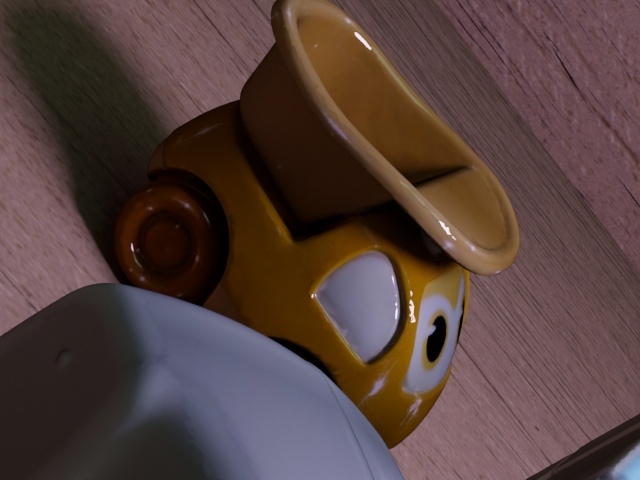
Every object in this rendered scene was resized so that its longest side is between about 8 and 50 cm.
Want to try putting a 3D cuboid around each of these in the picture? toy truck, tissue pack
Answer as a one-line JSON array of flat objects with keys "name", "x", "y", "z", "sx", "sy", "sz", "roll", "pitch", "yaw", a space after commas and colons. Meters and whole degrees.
[{"name": "toy truck", "x": 0.000, "y": 0.000, "z": 1.121, "sx": 0.288, "sy": 0.212, "sz": 0.204, "roll": 55, "pitch": 21, "yaw": 5}, {"name": "tissue pack", "x": -0.052, "y": 0.204, "z": 0.663, "sx": 0.236, "sy": 0.229, "sz": 0.333, "roll": 36, "pitch": 28, "yaw": -40}]

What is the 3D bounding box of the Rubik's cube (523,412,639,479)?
[{"name": "Rubik's cube", "x": 0.147, "y": 0.287, "z": 0.914, "sx": 0.290, "sy": 0.291, "sz": 0.292, "roll": 60, "pitch": 19, "yaw": 8}]
